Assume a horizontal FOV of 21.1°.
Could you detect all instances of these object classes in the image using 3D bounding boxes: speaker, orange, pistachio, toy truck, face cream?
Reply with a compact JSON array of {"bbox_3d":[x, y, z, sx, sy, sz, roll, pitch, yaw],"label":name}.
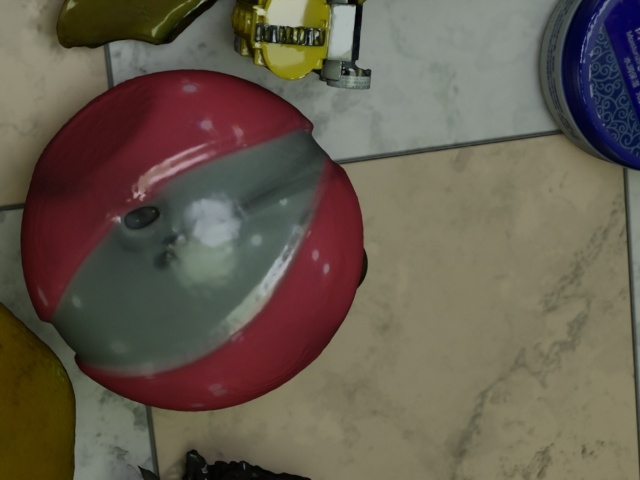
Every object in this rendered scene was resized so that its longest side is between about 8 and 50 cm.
[{"bbox_3d":[-0.106,0.007,1.476,0.294,0.294,0.294,-3,101,-15],"label":"speaker"},{"bbox_3d":[-0.341,0.170,1.444,0.279,0.235,0.279,-1,96,-9],"label":"orange"},{"bbox_3d":[-0.154,-0.215,1.518,0.173,0.049,0.089,-22,126,-7],"label":"pistachio"},{"bbox_3d":[-0.019,-0.188,1.475,0.114,0.227,0.098,4,100,-9],"label":"toy truck"},{"bbox_3d":[0.315,-0.169,1.632,0.206,0.111,0.206,-3,101,-16],"label":"face cream"}]

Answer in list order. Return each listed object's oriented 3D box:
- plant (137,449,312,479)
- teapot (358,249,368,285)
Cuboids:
[{"bbox_3d":[-0.091,0.270,1.588,0.203,0.131,0.142,14,98,-27],"label":"plant"},{"bbox_3d":[0.000,0.000,1.601,0.085,0.080,0.110,-3,87,5],"label":"teapot"}]
